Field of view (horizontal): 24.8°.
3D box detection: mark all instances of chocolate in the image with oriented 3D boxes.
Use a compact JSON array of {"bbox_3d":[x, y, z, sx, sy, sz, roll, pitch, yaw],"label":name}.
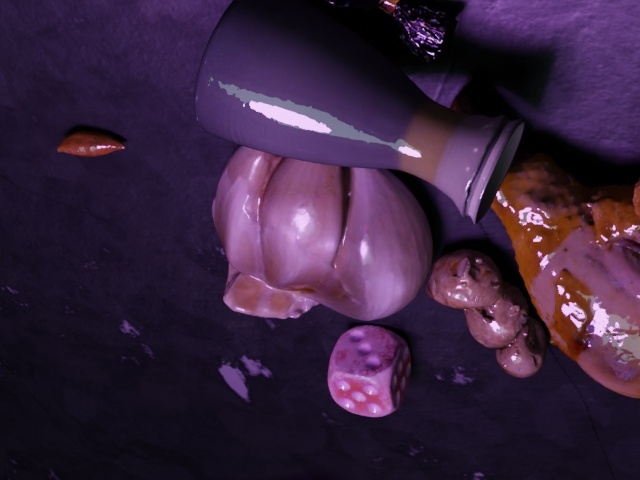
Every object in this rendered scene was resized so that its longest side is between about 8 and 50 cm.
[{"bbox_3d":[0.069,-0.243,1.491,0.147,0.072,0.070,33,132,-19],"label":"chocolate"}]

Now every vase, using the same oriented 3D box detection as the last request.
[{"bbox_3d":[0.044,-0.136,1.511,0.321,0.173,0.173,24,143,14],"label":"vase"}]

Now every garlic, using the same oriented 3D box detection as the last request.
[{"bbox_3d":[0.000,-0.001,1.766,0.279,0.132,0.325,20,148,-7],"label":"garlic"}]

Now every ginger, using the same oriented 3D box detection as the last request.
[{"bbox_3d":[0.213,0.090,1.789,0.204,0.080,0.104,45,144,-24],"label":"ginger"}]

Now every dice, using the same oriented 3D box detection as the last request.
[{"bbox_3d":[0.066,0.175,1.957,0.091,0.093,0.094,9,140,20],"label":"dice"}]

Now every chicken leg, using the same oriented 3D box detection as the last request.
[{"bbox_3d":[0.308,-0.026,1.574,0.409,0.182,0.295,47,130,-2],"label":"chicken leg"}]

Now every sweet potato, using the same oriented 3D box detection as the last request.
[{"bbox_3d":[-0.293,-0.124,1.854,0.095,0.034,0.034,0,137,13],"label":"sweet potato"}]
